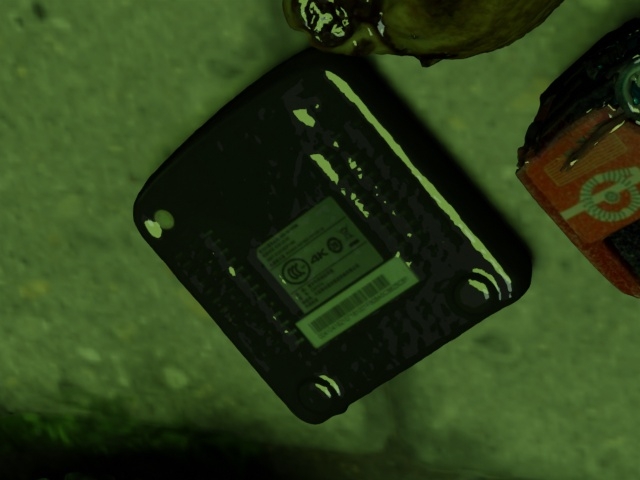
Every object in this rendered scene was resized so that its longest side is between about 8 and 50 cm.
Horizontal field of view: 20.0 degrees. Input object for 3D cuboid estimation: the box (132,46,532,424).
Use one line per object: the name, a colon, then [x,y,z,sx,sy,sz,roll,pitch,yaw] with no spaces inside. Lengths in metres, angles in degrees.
box: [0.000,0.000,0.691,0.125,0.027,0.126,48,127,-7]

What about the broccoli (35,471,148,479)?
broccoli: [-0.111,0.212,0.737,0.263,0.243,0.247,49,141,-2]

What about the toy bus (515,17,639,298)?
toy bus: [0.168,-0.062,0.548,0.235,0.073,0.096,-27,114,36]

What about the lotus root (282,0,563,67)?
lotus root: [0.065,-0.132,0.543,0.108,0.094,0.191,34,123,-27]
